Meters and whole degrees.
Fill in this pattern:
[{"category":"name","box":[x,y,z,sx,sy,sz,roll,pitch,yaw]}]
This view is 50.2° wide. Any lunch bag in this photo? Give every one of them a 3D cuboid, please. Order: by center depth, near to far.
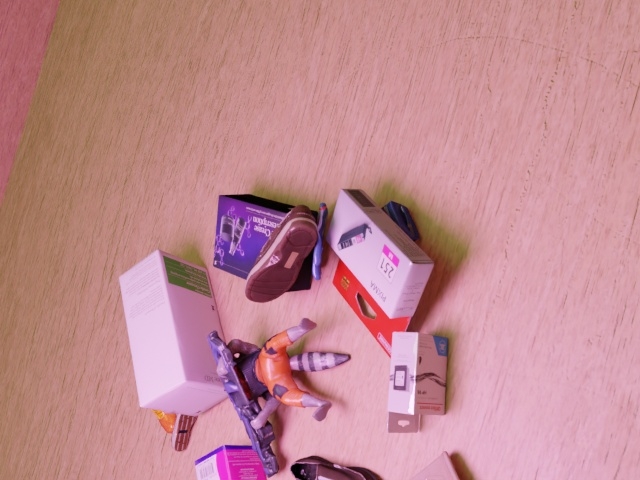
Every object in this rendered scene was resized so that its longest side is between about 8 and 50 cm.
[{"category":"lunch bag","box":[0.154,-0.033,1.377,0.065,0.067,0.099,-36,59,30]}]

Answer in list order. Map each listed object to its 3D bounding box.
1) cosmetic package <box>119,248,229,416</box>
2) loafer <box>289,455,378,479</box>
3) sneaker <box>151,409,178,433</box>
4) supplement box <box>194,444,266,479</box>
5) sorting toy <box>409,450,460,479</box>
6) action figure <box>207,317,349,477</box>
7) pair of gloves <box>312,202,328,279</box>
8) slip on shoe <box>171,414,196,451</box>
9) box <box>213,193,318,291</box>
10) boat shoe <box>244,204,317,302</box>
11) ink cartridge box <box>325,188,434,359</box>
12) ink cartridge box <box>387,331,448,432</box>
[{"category":"cosmetic package","box":[-0.359,0.232,1.702,0.155,0.197,0.366,-33,58,20]},{"category":"loafer","box":[0.022,0.483,1.353,0.220,0.078,0.080,-3,77,44]},{"category":"sneaker","box":[-0.430,0.444,1.813,0.064,0.067,0.175,-56,49,15]},{"category":"supplement box","box":[-0.186,0.576,1.506,0.111,0.113,0.220,-36,55,31]},{"category":"sorting toy","box":[0.196,0.505,1.193,0.208,0.038,0.193,-52,37,27]},{"category":"action figure","box":[-0.092,0.329,1.496,0.330,0.178,0.342,-16,94,48]},{"category":"pair of gloves","box":[0.000,0.000,1.470,0.023,0.198,0.160,7,95,1]},{"category":"slip on shoe","box":[-0.350,0.469,1.745,0.041,0.051,0.136,22,100,57]},{"category":"box","box":[-0.135,0.001,1.601,0.261,0.103,0.185,16,107,45]},{"category":"boat shoe","box":[-0.081,0.028,1.439,0.257,0.095,0.095,-50,31,35]},{"category":"ink cartridge box","box":[0.092,0.065,1.349,0.275,0.060,0.239,51,132,46]},{"category":"ink cartridge box","box":[0.178,0.262,1.246,0.060,0.104,0.180,-5,75,42]}]
